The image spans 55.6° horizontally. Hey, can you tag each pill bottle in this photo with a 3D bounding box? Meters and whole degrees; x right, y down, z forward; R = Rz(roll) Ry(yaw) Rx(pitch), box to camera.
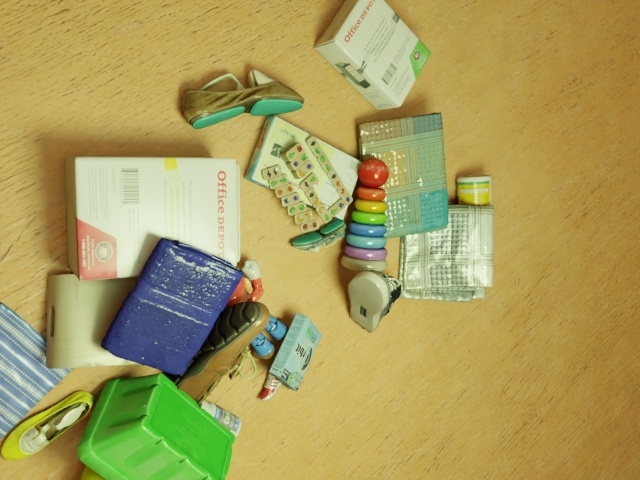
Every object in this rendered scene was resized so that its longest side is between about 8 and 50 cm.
[{"bbox_3d":[-0.292,0.492,1.663,0.137,0.078,0.078,39,76,-29],"label":"pill bottle"},{"bbox_3d":[0.525,-0.115,2.062,0.118,0.118,0.208,-10,101,-30],"label":"pill bottle"}]

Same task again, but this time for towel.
[{"bbox_3d":[-0.770,0.336,1.379,0.336,0.040,0.243,-47,117,-18],"label":"towel"},{"bbox_3d":[0.259,-0.194,1.874,0.272,0.040,0.370,-9,105,-8],"label":"towel"},{"bbox_3d":[0.413,0.044,1.982,0.312,0.056,0.324,0,98,-7],"label":"towel"},{"bbox_3d":[-0.352,0.156,1.442,0.228,0.076,0.308,28,96,-31],"label":"towel"}]

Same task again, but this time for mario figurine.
[{"bbox_3d":[-0.223,0.179,1.668,0.320,0.170,0.198,56,32,-35],"label":"mario figurine"}]

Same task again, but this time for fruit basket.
[{"bbox_3d":[-0.453,0.553,1.513,0.392,0.283,0.392,2,124,3],"label":"fruit basket"}]

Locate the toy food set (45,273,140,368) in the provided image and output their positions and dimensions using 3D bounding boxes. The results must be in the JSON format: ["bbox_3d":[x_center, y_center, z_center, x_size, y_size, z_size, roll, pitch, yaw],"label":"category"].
[{"bbox_3d":[-0.510,0.196,1.501,0.306,0.092,0.219,3,82,-33],"label":"toy food set"}]

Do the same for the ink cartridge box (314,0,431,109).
[{"bbox_3d":[0.157,-0.560,1.784,0.289,0.122,0.211,38,76,-29],"label":"ink cartridge box"}]

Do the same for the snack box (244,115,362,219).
[{"bbox_3d":[-0.042,-0.202,1.742,0.322,0.060,0.187,23,83,-31],"label":"snack box"}]

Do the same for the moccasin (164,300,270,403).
[{"bbox_3d":[-0.247,0.295,1.544,0.147,0.139,0.380,28,114,-31],"label":"moccasin"}]

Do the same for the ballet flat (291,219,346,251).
[{"bbox_3d":[0.000,0.000,1.793,0.188,0.070,0.070,-23,107,-23],"label":"ballet flat"}]

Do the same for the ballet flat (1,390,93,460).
[{"bbox_3d":[-0.646,0.444,1.443,0.231,0.077,0.077,-35,113,-23],"label":"ballet flat"}]

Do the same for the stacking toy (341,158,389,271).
[{"bbox_3d":[0.146,-0.079,1.810,0.141,0.141,0.330,0,100,-31],"label":"stacking toy"}]

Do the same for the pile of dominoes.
[{"bbox_3d":[-0.027,-0.151,1.698,0.196,0.040,0.251,-43,115,-19],"label":"pile of dominoes"}]

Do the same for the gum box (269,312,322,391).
[{"bbox_3d":[-0.067,0.322,1.739,0.184,0.041,0.157,-64,154,-21],"label":"gum box"}]

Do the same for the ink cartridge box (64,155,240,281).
[{"bbox_3d":[-0.404,-0.064,1.480,0.385,0.160,0.279,-3,99,-31],"label":"ink cartridge box"}]

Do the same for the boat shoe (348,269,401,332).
[{"bbox_3d":[0.171,0.141,1.800,0.127,0.340,0.158,35,66,14],"label":"boat shoe"}]

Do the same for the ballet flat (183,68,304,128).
[{"bbox_3d":[-0.206,-0.385,1.609,0.343,0.116,0.124,-17,85,-25],"label":"ballet flat"}]

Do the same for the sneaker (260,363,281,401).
[{"bbox_3d":[-0.145,0.405,1.762,0.118,0.042,0.067,-47,121,-27],"label":"sneaker"}]
